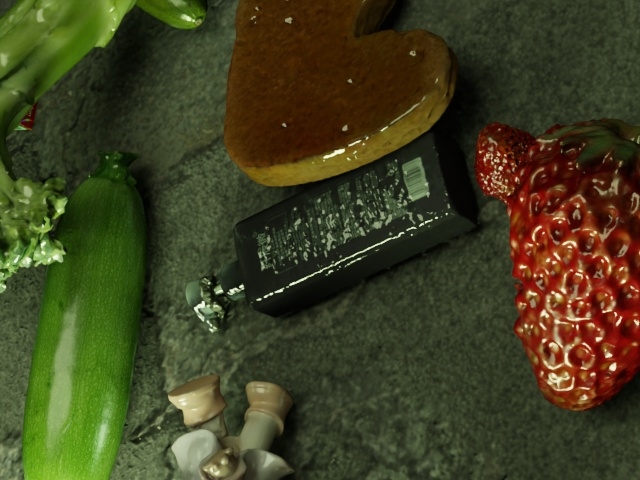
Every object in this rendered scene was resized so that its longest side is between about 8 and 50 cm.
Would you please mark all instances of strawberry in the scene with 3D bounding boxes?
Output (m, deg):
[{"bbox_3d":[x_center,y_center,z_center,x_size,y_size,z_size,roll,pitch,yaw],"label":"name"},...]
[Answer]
[{"bbox_3d":[0.237,0.025,1.556,0.205,0.205,0.244,26,110,36],"label":"strawberry"},{"bbox_3d":[0.166,-0.075,1.690,0.073,0.083,0.073,-19,56,30],"label":"strawberry"}]

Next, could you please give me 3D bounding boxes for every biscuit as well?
[{"bbox_3d":[0.023,-0.181,1.811,0.262,0.052,0.277,-20,51,29],"label":"biscuit"}]

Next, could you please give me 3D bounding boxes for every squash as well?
[{"bbox_3d":[-0.237,0.094,1.883,0.107,0.107,0.395,-2,72,33],"label":"squash"},{"bbox_3d":[-0.208,-0.293,2.017,0.258,0.069,0.069,30,91,36],"label":"squash"}]

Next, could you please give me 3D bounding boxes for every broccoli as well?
[{"bbox_3d":[-0.388,-0.134,1.945,0.353,0.275,0.397,8,73,8],"label":"broccoli"}]

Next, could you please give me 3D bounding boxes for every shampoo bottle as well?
[{"bbox_3d":[0.000,-0.001,1.778,0.309,0.071,0.098,-25,62,24],"label":"shampoo bottle"}]

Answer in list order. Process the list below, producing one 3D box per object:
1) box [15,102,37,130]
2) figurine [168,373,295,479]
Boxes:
[{"bbox_3d":[-0.357,-0.151,2.092,0.082,0.023,0.052,0,74,33],"label":"box"},{"bbox_3d":[-0.092,0.261,1.718,0.200,0.133,0.276,-12,63,43],"label":"figurine"}]
